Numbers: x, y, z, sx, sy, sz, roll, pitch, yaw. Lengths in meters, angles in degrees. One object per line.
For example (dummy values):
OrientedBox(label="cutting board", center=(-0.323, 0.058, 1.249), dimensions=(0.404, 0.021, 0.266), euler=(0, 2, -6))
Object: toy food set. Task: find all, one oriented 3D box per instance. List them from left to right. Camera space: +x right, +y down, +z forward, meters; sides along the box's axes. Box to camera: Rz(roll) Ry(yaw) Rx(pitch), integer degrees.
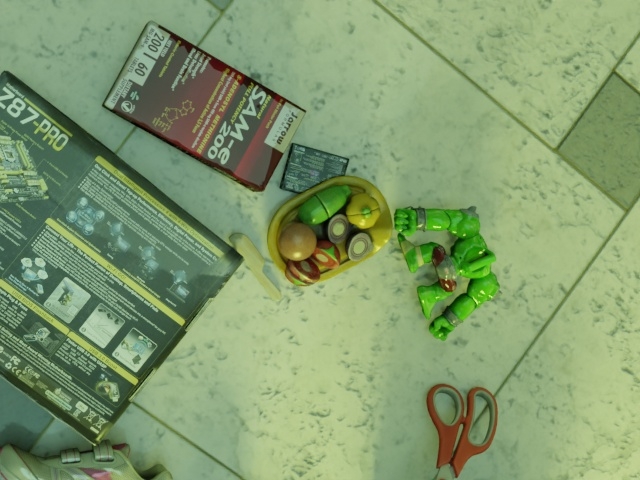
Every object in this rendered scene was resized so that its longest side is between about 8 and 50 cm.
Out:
OrientedBox(label="toy food set", center=(0.000, 0.000, 1.616), dimensions=(0.218, 0.071, 0.128), euler=(-29, 105, -4))

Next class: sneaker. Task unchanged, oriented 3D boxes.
OrientedBox(label="sneaker", center=(-0.307, 0.311, 1.575), dimensions=(0.252, 0.103, 0.111), euler=(25, 86, -21))

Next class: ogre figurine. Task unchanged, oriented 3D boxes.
OrientedBox(label="ogre figurine", center=(0.183, 0.035, 1.663), dimensions=(0.118, 0.097, 0.197), euler=(-19, 87, 1))

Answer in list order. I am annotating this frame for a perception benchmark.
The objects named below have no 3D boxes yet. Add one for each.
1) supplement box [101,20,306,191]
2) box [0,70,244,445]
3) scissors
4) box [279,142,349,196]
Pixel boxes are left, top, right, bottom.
OrientedBox(label="supplement box", center=(-0.155, -0.176, 1.580), dimensions=(0.239, 0.073, 0.130), euler=(28, 87, -14))
OrientedBox(label="box", center=(-0.349, 0.023, 1.539), dimensions=(0.395, 0.097, 0.318), euler=(38, 88, -12))
OrientedBox(label="scissors", center=(0.184, 0.328, 1.644), dimensions=(0.109, 0.021, 0.297), euler=(19, 55, -8))
OrientedBox(label="box", center=(-0.008, -0.093, 1.647), dimensions=(0.083, 0.018, 0.067), euler=(14, 91, -13))
